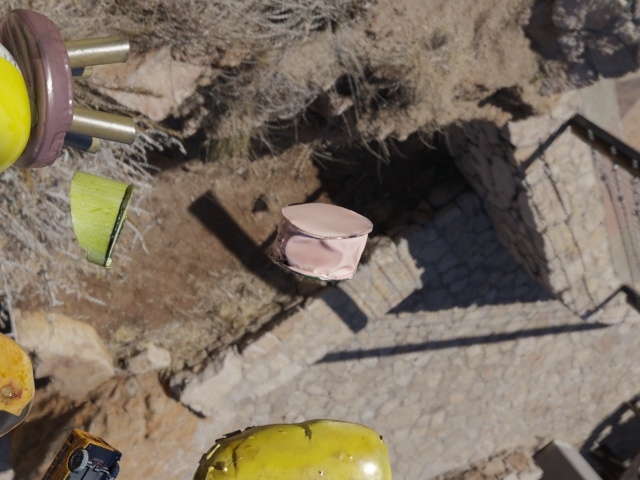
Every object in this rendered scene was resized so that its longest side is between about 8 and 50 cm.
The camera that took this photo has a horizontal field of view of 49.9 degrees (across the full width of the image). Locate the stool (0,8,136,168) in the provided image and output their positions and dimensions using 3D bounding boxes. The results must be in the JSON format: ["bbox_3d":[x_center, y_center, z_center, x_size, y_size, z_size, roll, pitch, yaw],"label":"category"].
[{"bbox_3d":[-0.460,-0.262,1.222,0.178,0.272,0.272,-5,129,-42],"label":"stool"}]

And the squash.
[{"bbox_3d":[-0.515,-0.041,1.595,0.133,0.220,0.220,10,122,-12],"label":"squash"}]

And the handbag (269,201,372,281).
[{"bbox_3d":[0.000,0.002,1.362,0.205,0.179,0.116,-11,123,-50],"label":"handbag"}]

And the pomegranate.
[{"bbox_3d":[-0.695,0.291,1.366,0.248,0.248,0.248,-16,132,-19],"label":"pomegranate"}]

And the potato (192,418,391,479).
[{"bbox_3d":[-0.043,0.363,1.047,0.300,0.140,0.172,-5,100,-8],"label":"potato"}]

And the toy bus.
[{"bbox_3d":[-0.416,0.414,1.123,0.083,0.088,0.194,43,72,-44],"label":"toy bus"}]

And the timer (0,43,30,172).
[{"bbox_3d":[-0.548,-0.152,0.996,0.285,0.285,0.285,-16,132,-19],"label":"timer"}]
